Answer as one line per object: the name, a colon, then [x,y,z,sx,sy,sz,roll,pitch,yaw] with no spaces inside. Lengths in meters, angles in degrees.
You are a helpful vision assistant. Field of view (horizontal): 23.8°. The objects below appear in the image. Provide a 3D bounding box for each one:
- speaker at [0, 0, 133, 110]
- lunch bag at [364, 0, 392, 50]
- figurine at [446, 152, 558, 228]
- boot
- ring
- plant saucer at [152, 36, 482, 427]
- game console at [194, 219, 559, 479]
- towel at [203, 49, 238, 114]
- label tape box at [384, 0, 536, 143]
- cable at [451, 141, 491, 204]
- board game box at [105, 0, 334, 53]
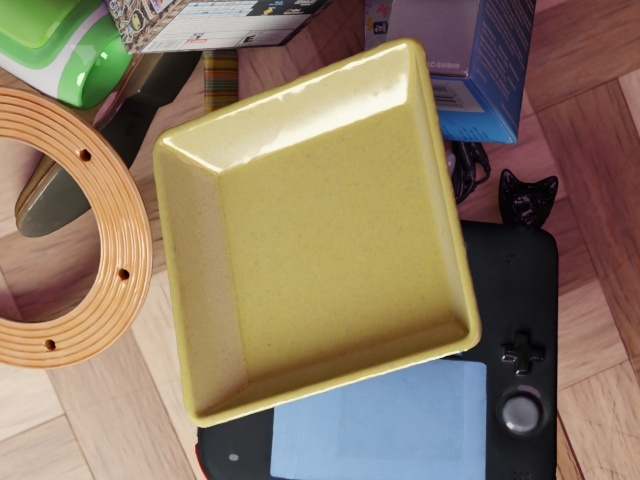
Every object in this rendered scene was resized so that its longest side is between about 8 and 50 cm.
speaker: [-0.350,-0.264,1.651,0.296,0.131,0.131,33,90,9]
lunch bag: [0.094,-0.250,1.794,0.083,0.053,0.071,1,94,0]
figurine: [0.162,0.003,1.793,0.214,0.092,0.210,13,100,-13]
boot: [-0.266,-0.142,1.744,0.115,0.112,0.305,38,94,20]
ring: [-0.339,-0.013,1.691,0.336,0.032,0.337,7,112,17]
plant saucer: [0.000,0.000,1.554,0.332,0.081,0.333,-19,68,23]
game console: [0.067,0.130,1.641,0.386,0.060,0.342,6,74,-6]
towel: [-0.120,-0.119,1.753,0.021,0.102,0.237,2,96,15]
label tape box: [0.172,-0.302,1.691,0.105,0.240,0.334,6,78,20]
cable: [0.110,-0.115,1.818,0.150,0.047,0.184,-31,103,0]
board game box: [-0.063,-0.330,1.577,0.232,0.291,0.141,-10,72,-45]
